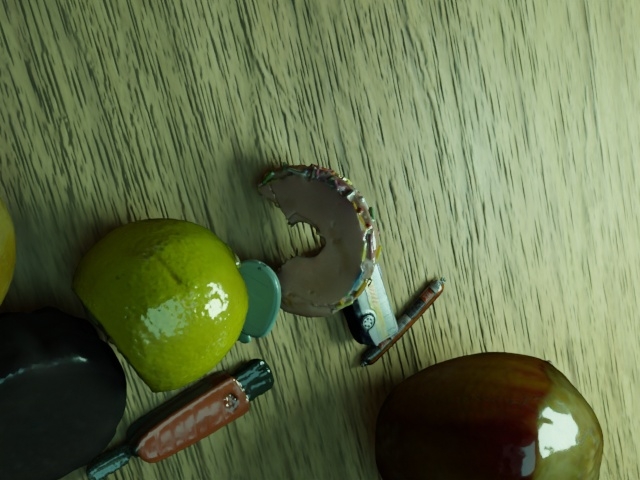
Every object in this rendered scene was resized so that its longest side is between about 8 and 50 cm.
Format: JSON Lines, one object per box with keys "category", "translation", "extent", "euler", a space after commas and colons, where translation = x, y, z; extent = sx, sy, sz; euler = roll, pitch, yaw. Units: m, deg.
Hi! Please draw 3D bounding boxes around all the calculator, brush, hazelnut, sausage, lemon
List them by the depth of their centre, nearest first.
{"category": "lemon", "translation": [-0.210, 0.077, 1.595], "extent": [0.219, 0.240, 0.240], "euler": [-37, 114, -13]}
{"category": "calculator", "translation": [-0.107, 0.096, 1.716], "extent": [0.095, 0.021, 0.153], "euler": [30, 121, 15]}
{"category": "brush", "translation": [-0.214, 0.283, 1.752], "extent": [0.323, 0.051, 0.070], "euler": [-31, 116, -9]}
{"category": "hazelnut", "translation": [0.269, 0.337, 1.785], "extent": [0.365, 0.366, 0.366], "euler": [-6, 107, -18]}
{"category": "sausage", "translation": [0.135, 0.133, 1.850], "extent": [0.028, 0.025, 0.198], "euler": [43, 87, 7]}

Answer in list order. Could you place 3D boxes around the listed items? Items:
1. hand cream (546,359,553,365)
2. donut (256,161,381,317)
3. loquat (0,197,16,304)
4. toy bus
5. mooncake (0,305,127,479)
{"category": "hand cream", "translation": [0.295, 0.233, 1.930], "extent": [0.209, 0.043, 0.067], "euler": [-8, 114, -11]}
{"category": "donut", "translation": [0.000, 0.000, 1.695], "extent": [0.199, 0.085, 0.233], "euler": [13, 107, 22]}
{"category": "loquat", "translation": [-0.545, 0.015, 1.413], "extent": [0.328, 0.328, 0.329], "euler": [-6, 107, -18]}
{"category": "toy bus", "translation": [0.067, 0.081, 1.794], "extent": [0.072, 0.057, 0.172], "euler": [-27, 113, -21]}
{"category": "mooncake", "translation": [-0.411, 0.218, 1.584], "extent": [0.283, 0.141, 0.283], "euler": [-19, 138, -18]}
